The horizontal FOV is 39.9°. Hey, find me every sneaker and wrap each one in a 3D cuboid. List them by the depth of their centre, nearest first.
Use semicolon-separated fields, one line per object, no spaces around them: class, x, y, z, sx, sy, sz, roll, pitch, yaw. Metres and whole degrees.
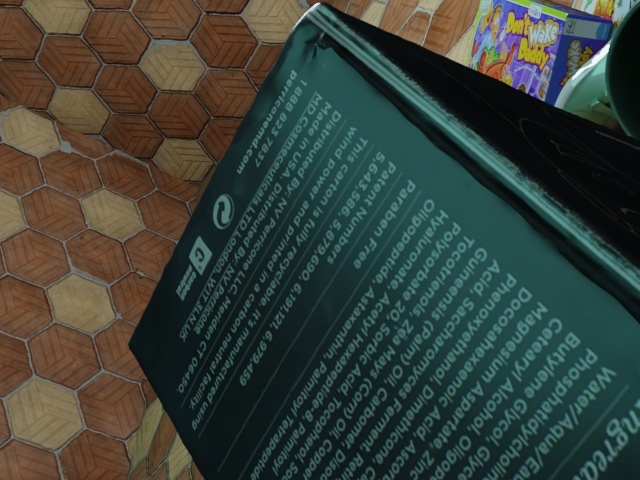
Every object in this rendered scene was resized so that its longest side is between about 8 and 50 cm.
sneaker;0.429;-0.192;1.213;0.256;0.094;0.151;-56;48;37

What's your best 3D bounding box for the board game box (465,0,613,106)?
board game box;0.345;-0.288;1.489;0.347;0.078;0.233;-117;34;-65

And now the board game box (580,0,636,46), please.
board game box;0.470;-0.397;1.313;0.193;0.053;0.305;-105;24;-63

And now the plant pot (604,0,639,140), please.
plant pot;0.473;-0.226;0.908;0.293;0.293;0.235;-35;19;56

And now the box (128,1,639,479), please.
box;0.209;0.128;0.596;0.471;0.480;0.297;48;116;40
